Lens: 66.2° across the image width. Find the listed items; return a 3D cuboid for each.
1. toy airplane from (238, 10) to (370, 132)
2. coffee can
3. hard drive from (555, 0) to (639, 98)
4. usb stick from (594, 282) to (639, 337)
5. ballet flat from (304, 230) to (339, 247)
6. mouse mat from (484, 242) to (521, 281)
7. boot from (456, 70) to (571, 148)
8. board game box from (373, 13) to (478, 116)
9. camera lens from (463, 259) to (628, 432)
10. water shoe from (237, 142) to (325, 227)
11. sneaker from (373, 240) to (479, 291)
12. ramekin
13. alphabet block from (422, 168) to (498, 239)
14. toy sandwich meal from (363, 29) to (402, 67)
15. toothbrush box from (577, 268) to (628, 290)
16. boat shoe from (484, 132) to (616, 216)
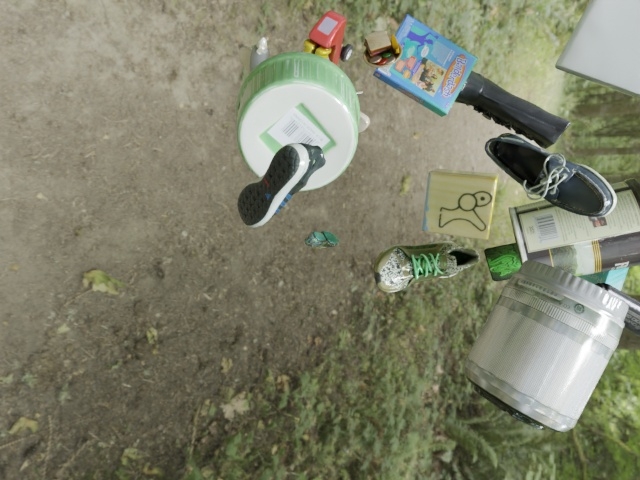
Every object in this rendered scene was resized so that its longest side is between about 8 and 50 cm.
[{"bbox_3d":[-0.062,-0.501,1.600,0.272,0.385,0.385,-40,117,-66],"label":"toy airplane"},{"bbox_3d":[0.612,-0.016,1.169,0.201,0.275,0.202,-13,90,-69],"label":"coffee can"},{"bbox_3d":[0.743,-0.528,1.128,0.353,0.233,0.047,-65,159,13],"label":"hard drive"},{"bbox_3d":[0.751,0.185,1.163,0.077,0.277,0.045,-56,-169,32],"label":"usb stick"},{"bbox_3d":[0.000,0.000,1.818,0.188,0.070,0.070,12,82,-59],"label":"ballet flat"},{"bbox_3d":[0.640,0.065,1.590,0.153,0.189,0.007,62,29,-32],"label":"mouse mat"},{"bbox_3d":[0.676,-0.502,1.825,0.146,0.445,0.367,-67,169,26],"label":"boot"},{"bbox_3d":[0.261,-0.432,1.224,0.160,0.210,0.047,-60,-174,2],"label":"board game box"},{"bbox_3d":[0.425,0.203,0.946,0.274,0.219,0.219,-63,150,1],"label":"camera lens"},{"bbox_3d":[-0.064,-0.084,0.816,0.080,0.203,0.073,-14,73,-43],"label":"water shoe"},{"bbox_3d":[0.361,0.070,1.634,0.410,0.182,0.158,-13,90,-29],"label":"sneaker"},{"bbox_3d":[-0.053,-0.263,1.141,0.148,0.303,0.304,-93,167,-54],"label":"ramekin"},{"bbox_3d":[0.436,-0.119,1.526,0.193,0.197,0.193,-33,129,-66],"label":"alphabet block"},{"bbox_3d":[0.119,-0.373,0.956,0.029,0.085,0.086,66,37,-57],"label":"toy sandwich meal"},{"bbox_3d":[0.719,0.103,1.393,0.126,0.216,0.296,-13,120,-33],"label":"toothbrush box"},{"bbox_3d":[0.421,-0.125,0.919,0.079,0.254,0.095,-11,138,-41],"label":"boat shoe"}]
